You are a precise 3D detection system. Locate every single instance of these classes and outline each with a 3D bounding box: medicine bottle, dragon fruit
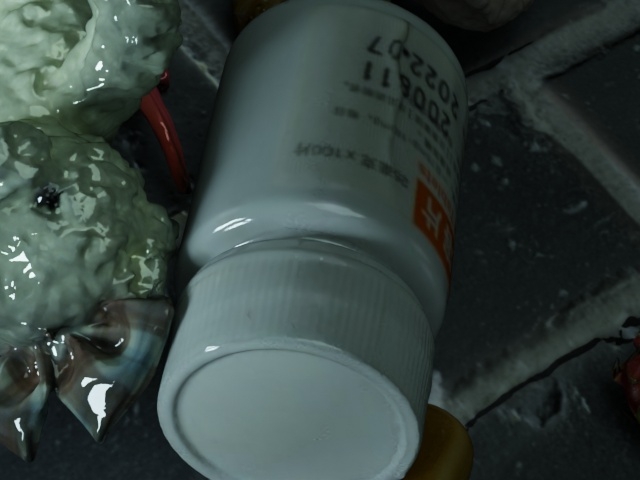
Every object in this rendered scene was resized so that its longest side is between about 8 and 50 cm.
[{"bbox_3d":[0.000,0.000,1.511,0.211,0.211,0.371,17,47,-8],"label":"medicine bottle"},{"bbox_3d":[0.298,0.126,1.629,0.116,0.081,0.086,31,44,-28],"label":"dragon fruit"}]

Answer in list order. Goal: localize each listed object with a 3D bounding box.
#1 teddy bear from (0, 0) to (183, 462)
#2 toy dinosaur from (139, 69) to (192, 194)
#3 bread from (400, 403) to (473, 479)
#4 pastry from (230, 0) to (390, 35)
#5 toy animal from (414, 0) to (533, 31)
[{"bbox_3d":[-0.250,-0.092,1.443,0.327,0.375,0.362,-19,34,12],"label":"teddy bear"},{"bbox_3d":[-0.195,-0.157,1.676,0.139,0.070,0.286,-5,59,-11],"label":"toy dinosaur"},{"bbox_3d":[0.046,0.227,1.462,0.092,0.074,0.239,12,47,17],"label":"bread"},{"bbox_3d":[-0.009,-0.213,1.764,0.153,0.081,0.153,8,56,-13],"label":"pastry"},{"bbox_3d":[0.108,-0.357,1.835,0.226,0.188,0.358,-21,81,-40],"label":"toy animal"}]
